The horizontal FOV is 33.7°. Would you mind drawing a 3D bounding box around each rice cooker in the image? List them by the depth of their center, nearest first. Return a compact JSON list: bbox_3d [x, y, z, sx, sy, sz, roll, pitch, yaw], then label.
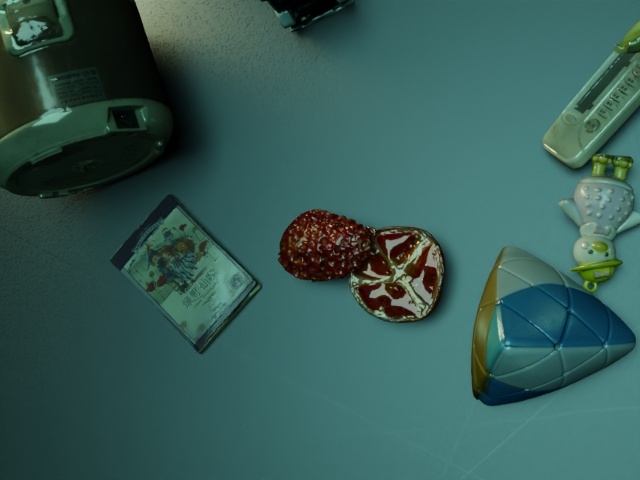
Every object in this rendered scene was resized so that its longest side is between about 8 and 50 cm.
[{"bbox_3d":[-0.426,-0.263,1.708,0.335,0.335,0.325,-21,80,13],"label":"rice cooker"}]

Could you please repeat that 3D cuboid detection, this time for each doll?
[{"bbox_3d":[0.413,-0.026,1.564,0.129,0.081,0.207,10,87,-1],"label":"doll"}]

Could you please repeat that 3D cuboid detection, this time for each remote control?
[{"bbox_3d":[0.435,-0.209,1.592,0.230,0.049,0.090,-50,43,6],"label":"remote control"}]

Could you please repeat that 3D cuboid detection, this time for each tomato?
[{"bbox_3d":[0.123,0.054,1.644,0.155,0.069,0.156,-1,85,14],"label":"tomato"}]

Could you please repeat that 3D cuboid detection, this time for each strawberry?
[{"bbox_3d":[0.000,0.000,1.646,0.188,0.082,0.121,-7,70,52],"label":"strawberry"}]

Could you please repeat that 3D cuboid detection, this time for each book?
[{"bbox_3d":[-0.229,0.054,1.769,0.231,0.026,0.157,44,96,16],"label":"book"}]

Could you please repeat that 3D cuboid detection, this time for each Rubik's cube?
[{"bbox_3d":[0.334,0.111,1.546,0.254,0.254,0.255,-2,83,16],"label":"Rubik's cube"}]

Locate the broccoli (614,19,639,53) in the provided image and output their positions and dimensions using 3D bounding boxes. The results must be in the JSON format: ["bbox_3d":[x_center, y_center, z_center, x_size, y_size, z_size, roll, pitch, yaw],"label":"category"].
[{"bbox_3d":[0.596,-0.331,1.467,0.302,0.254,0.186,23,131,4],"label":"broccoli"}]

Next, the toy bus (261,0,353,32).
[{"bbox_3d":[-0.051,-0.443,1.660,0.128,0.256,0.147,-24,74,12],"label":"toy bus"}]
